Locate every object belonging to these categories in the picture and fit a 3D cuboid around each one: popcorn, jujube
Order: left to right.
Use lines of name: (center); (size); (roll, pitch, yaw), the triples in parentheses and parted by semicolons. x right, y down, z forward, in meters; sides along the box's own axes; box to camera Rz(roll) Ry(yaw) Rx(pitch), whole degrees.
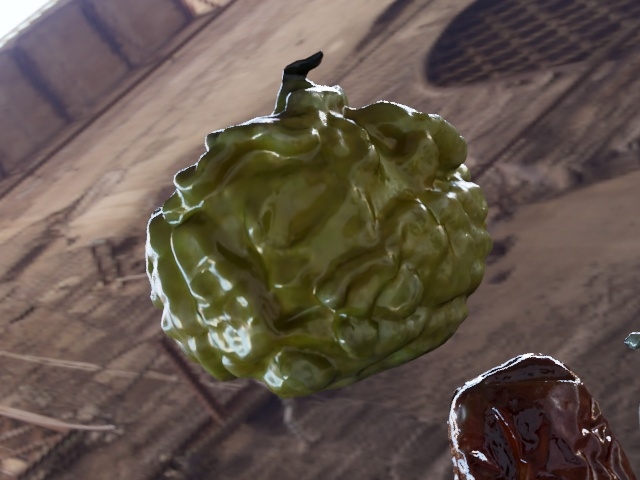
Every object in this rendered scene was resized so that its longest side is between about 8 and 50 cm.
popcorn: (-0.005, -0.005, 1.074); (0.249, 0.249, 0.225); (-30, -84, -25)
jujube: (0.249, 0.292, 1.631); (0.216, 0.216, 0.342); (-14, -97, -27)

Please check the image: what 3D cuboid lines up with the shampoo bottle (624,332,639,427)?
shampoo bottle: (0.199, 0.131, 0.693); (0.085, 0.085, 0.262); (32, -148, -23)
